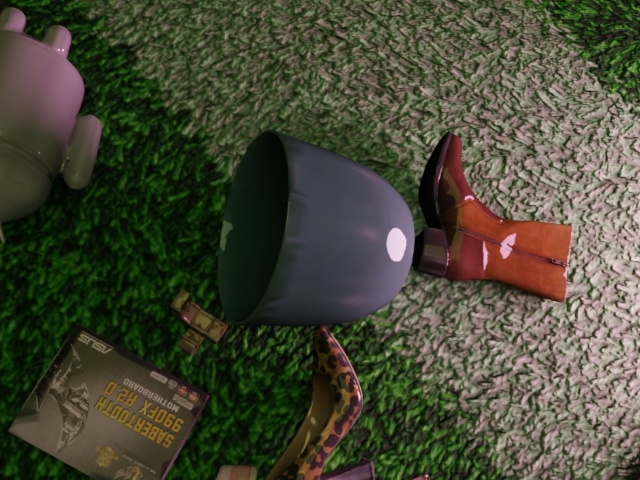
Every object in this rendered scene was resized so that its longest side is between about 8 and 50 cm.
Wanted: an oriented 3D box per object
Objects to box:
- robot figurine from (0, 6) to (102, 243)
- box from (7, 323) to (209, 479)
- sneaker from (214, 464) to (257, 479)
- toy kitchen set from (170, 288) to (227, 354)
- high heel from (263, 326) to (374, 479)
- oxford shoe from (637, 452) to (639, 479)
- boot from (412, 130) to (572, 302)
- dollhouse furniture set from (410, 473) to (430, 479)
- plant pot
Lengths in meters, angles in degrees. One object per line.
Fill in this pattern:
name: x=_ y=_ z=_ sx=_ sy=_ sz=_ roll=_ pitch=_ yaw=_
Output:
robot figurine: x=-0.489 y=-0.177 z=1.200 sx=0.300 sy=0.200 sz=0.353 roll=18 pitch=68 yaw=-15
box: x=-0.310 y=0.259 z=1.162 sx=0.231 sy=0.056 sz=0.183 roll=29 pitch=68 yaw=0
sneaker: x=-0.136 y=0.397 z=1.152 sx=0.070 sy=0.051 sz=0.134 roll=10 pitch=67 yaw=-5
toy kitchen set: x=-0.198 y=0.134 z=1.215 sx=0.083 sy=0.075 sz=0.068 roll=31 pitch=70 yaw=5
high heel: x=-0.030 y=0.268 z=1.184 sx=0.186 sy=0.093 sz=0.261 roll=-10 pitch=82 yaw=-23
oxford shoe: x=0.558 y=0.407 z=1.261 sx=0.364 sy=0.130 sz=0.133 roll=-40 pitch=50 yaw=-13
boot: x=0.315 y=-0.044 z=1.361 sx=0.280 sy=0.096 sz=0.264 roll=10 pitch=70 yaw=-8
dollhouse furniture set: x=0.114 y=0.426 z=1.203 sx=0.152 sy=0.058 sz=0.076 roll=-12 pitch=65 yaw=-34
plant pot: x=0.000 y=0.000 z=1.196 sx=0.235 sy=0.293 sz=0.293 roll=11 pitch=69 yaw=-23
